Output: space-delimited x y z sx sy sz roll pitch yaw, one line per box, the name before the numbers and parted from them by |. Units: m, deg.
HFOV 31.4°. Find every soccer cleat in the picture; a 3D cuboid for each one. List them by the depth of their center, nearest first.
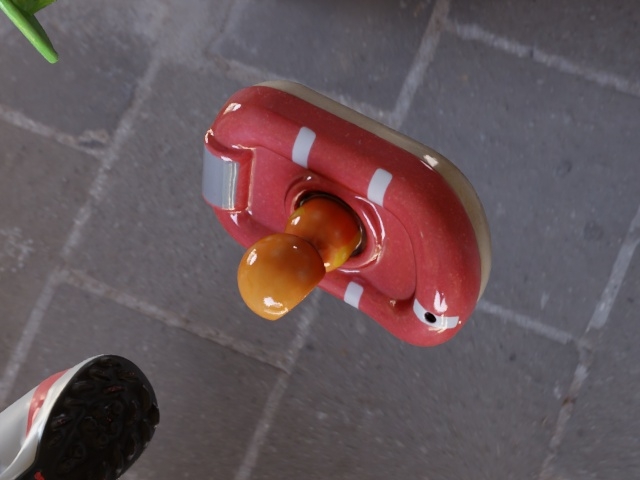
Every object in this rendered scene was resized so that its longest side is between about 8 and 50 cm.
soccer cleat | -0.244 0.199 0.816 0.116 0.318 0.108 -25 104 40

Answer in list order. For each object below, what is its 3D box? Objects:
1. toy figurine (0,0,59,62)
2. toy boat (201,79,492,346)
toy figurine | -0.132 -0.200 0.618 0.159 0.173 0.130 -40 90 -3
toy boat | 0.000 0.000 0.795 0.231 0.151 0.151 28 49 17
